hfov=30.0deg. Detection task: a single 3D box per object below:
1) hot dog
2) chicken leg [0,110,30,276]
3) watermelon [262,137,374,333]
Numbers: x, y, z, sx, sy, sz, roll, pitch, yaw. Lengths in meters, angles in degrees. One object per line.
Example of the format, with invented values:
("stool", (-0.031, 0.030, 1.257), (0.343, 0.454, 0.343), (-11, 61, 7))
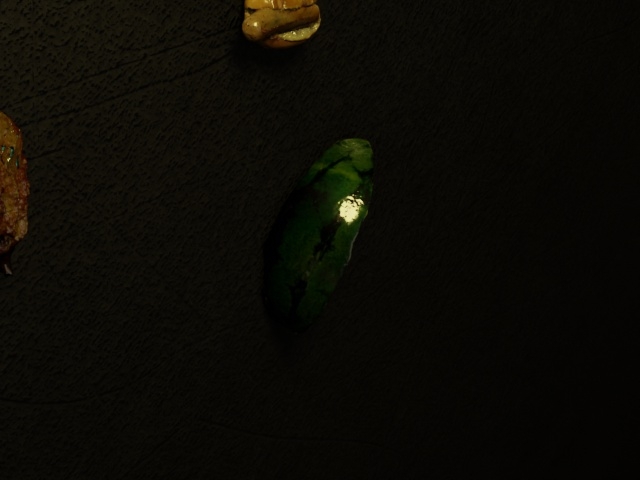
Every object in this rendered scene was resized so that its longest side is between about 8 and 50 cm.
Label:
("hot dog", (-0.051, -0.280, 1.476), (0.140, 0.060, 0.090), (-9, 113, -45))
("chicken leg", (-0.350, -0.063, 1.230), (0.105, 0.063, 0.234), (-25, 127, -47))
("watermelon", (0.000, 0.000, 1.682), (0.301, 0.123, 0.129), (-69, 165, 10))
